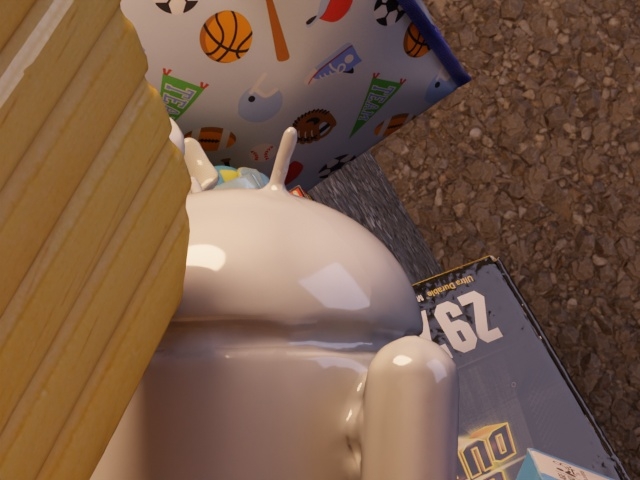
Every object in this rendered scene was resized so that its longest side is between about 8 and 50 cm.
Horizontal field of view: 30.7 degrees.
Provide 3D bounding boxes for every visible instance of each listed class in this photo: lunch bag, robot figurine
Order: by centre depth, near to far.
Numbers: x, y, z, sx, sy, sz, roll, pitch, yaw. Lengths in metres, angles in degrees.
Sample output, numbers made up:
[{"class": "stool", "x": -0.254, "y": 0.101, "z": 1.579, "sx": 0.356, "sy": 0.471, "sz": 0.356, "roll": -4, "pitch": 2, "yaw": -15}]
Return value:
[{"class": "robot figurine", "x": -0.043, "y": 0.125, "z": 0.617, "sx": 0.200, "sy": 0.300, "sz": 0.353, "roll": 8, "pitch": 77, "yaw": -43}, {"class": "lunch bag", "x": -0.084, "y": -0.233, "z": 1.189, "sx": 0.385, "sy": 0.328, "sz": 0.239, "roll": 37, "pitch": 20, "yaw": -54}]

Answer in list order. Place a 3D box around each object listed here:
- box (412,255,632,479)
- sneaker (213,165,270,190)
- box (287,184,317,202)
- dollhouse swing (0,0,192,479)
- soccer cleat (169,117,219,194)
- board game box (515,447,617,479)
[{"class": "box", "x": 0.058, "y": 0.177, "z": 0.859, "sx": 0.257, "sy": 0.322, "sz": 0.079, "roll": 61, "pitch": -30, "yaw": 19}, {"class": "sneaker", "x": -0.075, "y": 0.030, "z": 1.073, "sx": 0.208, "sy": 0.127, "sz": 0.319, "roll": 60, "pitch": 3, "yaw": -1}, {"class": "box", "x": 0.000, "y": 0.000, "z": 1.132, "sx": 0.094, "sy": 0.027, "sz": 0.137, "roll": 60, "pitch": 4, "yaw": 7}, {"class": "dollhouse swing", "x": -0.054, "y": 0.075, "z": 0.316, "sx": 0.315, "sy": 0.305, "sz": 0.347, "roll": 27, "pitch": -28, "yaw": 26}, {"class": "soccer cleat", "x": -0.182, "y": -0.057, "z": 0.814, "sx": 0.116, "sy": 0.143, "sz": 0.331, "roll": 61, "pitch": 13, "yaw": 12}, {"class": "board game box", "x": 0.071, "y": 0.260, "z": 0.386, "sx": 0.086, "sy": 0.302, "sz": 0.308, "roll": 21, "pitch": 6, "yaw": 0}]
